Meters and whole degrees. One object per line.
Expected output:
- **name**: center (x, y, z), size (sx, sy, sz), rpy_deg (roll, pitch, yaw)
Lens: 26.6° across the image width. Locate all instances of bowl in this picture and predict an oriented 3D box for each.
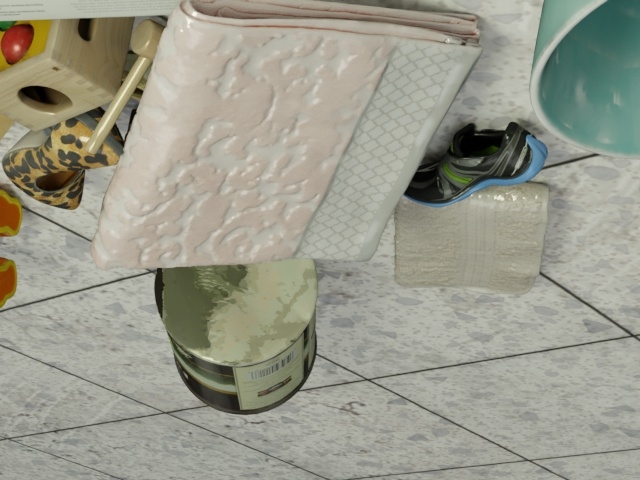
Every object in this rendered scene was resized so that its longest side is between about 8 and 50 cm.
- **bowl**: center (0.302, -0.203, 1.023), size (0.311, 0.163, 0.311), rpy_deg (-4, 156, -2)

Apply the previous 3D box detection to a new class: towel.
- **towel**: center (0.182, 0.000, 1.677), size (0.187, 0.049, 0.282), rpy_deg (3, 155, 6)
- **towel**: center (-0.036, -0.089, 1.297), size (0.317, 0.053, 0.332), rpy_deg (-1, 139, -28)

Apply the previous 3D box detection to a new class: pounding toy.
- **pounding toy**: center (-0.229, -0.175, 1.242), size (0.206, 0.181, 0.094), rpy_deg (-15, 147, 40)

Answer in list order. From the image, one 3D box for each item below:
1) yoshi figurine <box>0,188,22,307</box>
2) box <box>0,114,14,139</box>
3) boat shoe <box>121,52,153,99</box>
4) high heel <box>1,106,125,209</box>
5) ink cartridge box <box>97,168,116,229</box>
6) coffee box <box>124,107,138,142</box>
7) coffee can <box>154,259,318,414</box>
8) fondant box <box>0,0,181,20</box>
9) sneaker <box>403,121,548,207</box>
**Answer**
- **yoshi figurine**: center (-0.583, -0.003, 1.733), size (0.362, 0.204, 0.203), rpy_deg (6, 140, 9)
- **box**: center (-0.398, -0.176, 1.378), size (0.201, 0.021, 0.164), rpy_deg (33, 135, -17)
- **boat shoe**: center (-0.233, -0.173, 1.411), size (0.135, 0.045, 0.050), rpy_deg (6, 156, 3)
- **high heel**: center (-0.265, -0.074, 1.502), size (0.186, 0.093, 0.261), rpy_deg (32, 157, 23)
- **ink cartridge box**: center (-0.215, -0.045, 1.675), size (0.099, 0.056, 0.135), rpy_deg (12, 155, -14)
- **coffee box**: center (-0.080, -0.090, 1.487), size (0.246, 0.098, 0.141), rpy_deg (-6, 152, 26)
- **coffee can**: center (-0.103, 0.099, 1.761), size (0.201, 0.202, 0.275), rpy_deg (6, 160, 1)
- **fondant box**: center (-0.247, -0.304, 1.069), size (0.238, 0.096, 0.330), rpy_deg (0, 156, 14)
- **sneaker**: center (0.161, -0.090, 1.485), size (0.188, 0.067, 0.078), rpy_deg (-17, 125, 45)
